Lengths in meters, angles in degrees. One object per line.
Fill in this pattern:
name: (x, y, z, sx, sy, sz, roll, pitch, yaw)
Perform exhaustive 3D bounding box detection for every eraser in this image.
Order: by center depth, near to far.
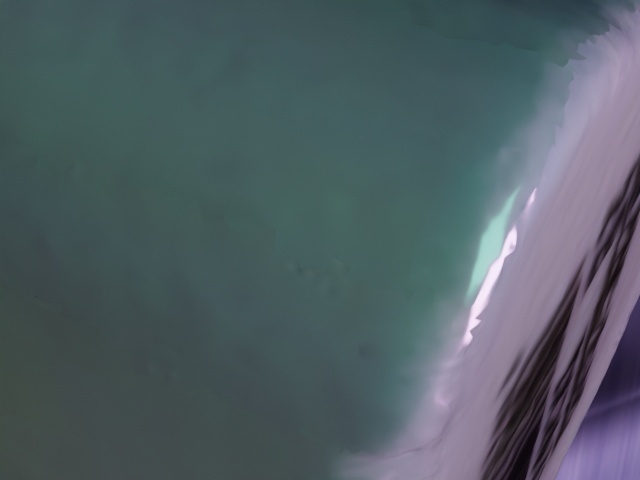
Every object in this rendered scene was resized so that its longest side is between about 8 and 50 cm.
eraser: (0.000, 0.000, 0.493, 0.331, 0.150, 0.331, -55, 161, -30)
